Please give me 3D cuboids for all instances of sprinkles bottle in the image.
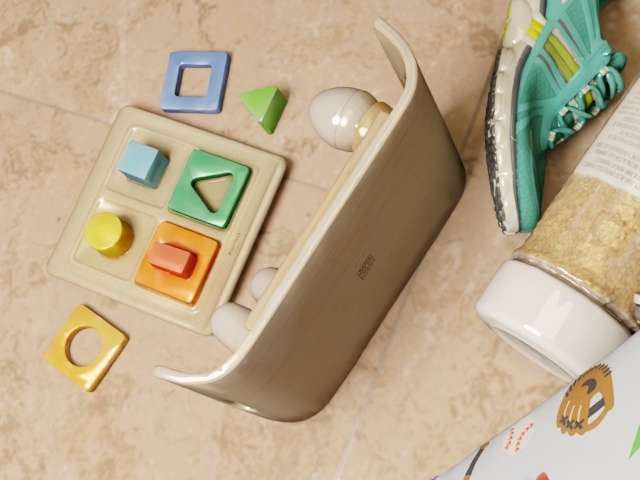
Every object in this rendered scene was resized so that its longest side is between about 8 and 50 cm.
[{"bbox_3d":[0.268,-0.055,0.869,0.121,0.121,0.355,34,84,23],"label":"sprinkles bottle"}]

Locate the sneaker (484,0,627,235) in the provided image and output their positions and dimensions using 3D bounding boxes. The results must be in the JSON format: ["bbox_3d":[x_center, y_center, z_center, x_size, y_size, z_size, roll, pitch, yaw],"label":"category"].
[{"bbox_3d":[0.200,-0.135,0.930,0.110,0.107,0.275,12,77,11],"label":"sneaker"}]

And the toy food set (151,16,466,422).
[{"bbox_3d":[0.000,0.000,0.878,0.092,0.220,0.306,31,84,22],"label":"toy food set"}]

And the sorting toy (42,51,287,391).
[{"bbox_3d":[-0.150,-0.025,1.025,0.196,0.047,0.348,19,79,21],"label":"sorting toy"}]

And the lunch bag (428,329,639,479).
[{"bbox_3d":[0.271,0.236,0.624,0.328,0.239,0.385,-45,50,35],"label":"lunch bag"}]

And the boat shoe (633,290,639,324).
[{"bbox_3d":[0.315,0.084,0.801,0.206,0.075,0.065,15,94,-16],"label":"boat shoe"}]
